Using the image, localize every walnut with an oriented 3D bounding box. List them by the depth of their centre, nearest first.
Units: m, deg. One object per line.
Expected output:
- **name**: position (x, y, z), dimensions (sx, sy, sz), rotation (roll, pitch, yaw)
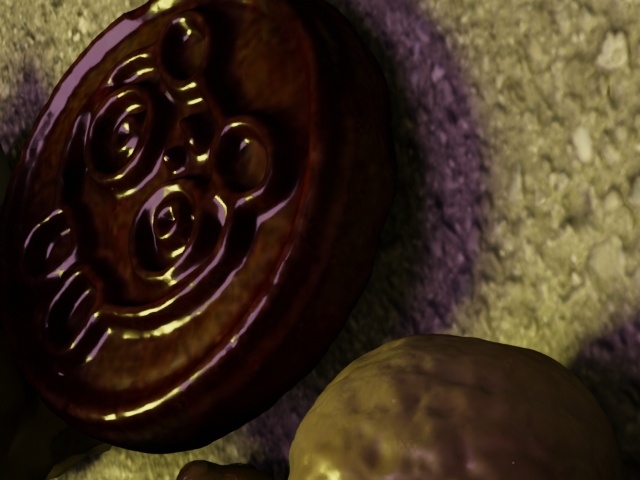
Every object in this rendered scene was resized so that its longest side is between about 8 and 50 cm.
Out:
- **walnut**: position (0.094, 0.183, 1.137), dimensions (0.248, 0.248, 0.248), rotation (2, 93, 51)

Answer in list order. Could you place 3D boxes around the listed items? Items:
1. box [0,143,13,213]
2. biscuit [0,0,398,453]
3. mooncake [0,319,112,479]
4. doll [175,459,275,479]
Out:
- **box**: position (-0.410, -0.010, 1.759), dimensions (0.226, 0.226, 0.149), rotation (-52, 53, 39)
- **biscuit**: position (-0.120, -0.032, 1.401), dimensions (0.407, 0.091, 0.407), rotation (-18, 62, 37)
- **mooncake**: position (-0.349, 0.169, 1.523), dimensions (0.246, 0.393, 0.394), rotation (-28, 44, 18)
- **doll**: position (-0.125, 0.238, 1.428), dimensions (0.137, 0.209, 0.097), rotation (35, 141, 54)
